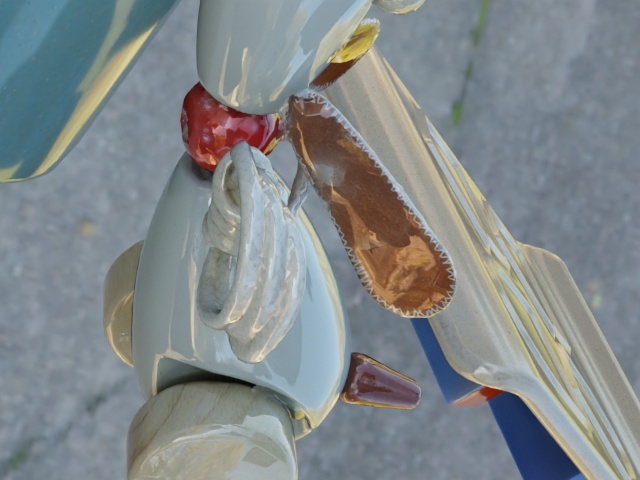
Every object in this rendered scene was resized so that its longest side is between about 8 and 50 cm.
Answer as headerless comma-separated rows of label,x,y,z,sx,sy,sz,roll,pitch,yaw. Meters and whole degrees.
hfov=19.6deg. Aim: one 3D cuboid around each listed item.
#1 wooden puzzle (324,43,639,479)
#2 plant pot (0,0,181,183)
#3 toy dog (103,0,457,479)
wooden puzzle,0.117,0.055,1.267,0.080,0.322,0.348,-34,138,12
plant pot,-0.151,-0.229,0.850,0.334,0.341,0.341,-55,156,21
toy dog,0.000,0.000,0.865,0.334,0.161,0.220,122,-32,-58
